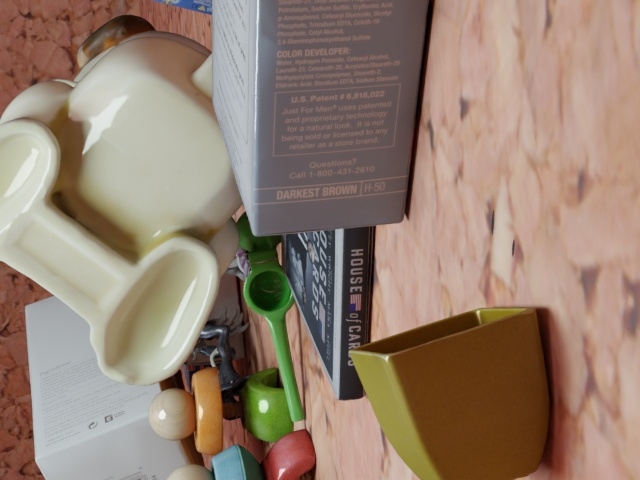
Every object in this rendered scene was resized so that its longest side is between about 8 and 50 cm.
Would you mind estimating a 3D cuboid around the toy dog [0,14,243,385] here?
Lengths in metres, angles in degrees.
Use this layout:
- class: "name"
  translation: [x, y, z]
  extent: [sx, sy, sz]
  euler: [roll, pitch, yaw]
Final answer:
- class: "toy dog"
  translation: [-0.199, -0.112, 1.214]
  extent: [0.395, 0.285, 0.408]
  euler: [-59, 12, 14]

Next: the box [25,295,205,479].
- class: "box"
  translation: [-0.272, 0.228, 1.530]
  extent: [0.345, 0.168, 0.215]
  euler: [-118, 8, -57]

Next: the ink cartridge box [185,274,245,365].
- class: "ink cartridge box"
  translation: [-0.178, 0.103, 1.712]
  extent: [0.218, 0.092, 0.158]
  euler: [163, 101, -76]

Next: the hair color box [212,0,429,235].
- class: "hair color box"
  translation: [-0.004, -0.210, 0.734]
  extent: [0.185, 0.114, 0.374]
  euler: [-111, 20, -52]

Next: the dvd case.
- class: "dvd case"
  translation: [0.000, 0.000, 0.998]
  extent: [0.238, 0.030, 0.179]
  euler: [-116, 24, -60]

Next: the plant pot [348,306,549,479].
- class: "plant pot"
  translation: [0.073, 0.085, 0.591]
  extent: [0.081, 0.081, 0.083]
  euler: [165, 88, -78]

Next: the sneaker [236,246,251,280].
- class: "sneaker"
  translation: [-0.071, 0.029, 1.329]
  extent: [0.069, 0.038, 0.098]
  euler: [116, 137, -65]

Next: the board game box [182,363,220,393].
- class: "board game box"
  translation: [-0.218, 0.149, 1.992]
  extent: [0.194, 0.060, 0.194]
  euler: [-157, 62, -75]

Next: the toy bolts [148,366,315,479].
- class: "toy bolts"
  translation: [-0.103, 0.266, 1.272]
  extent: [0.228, 0.158, 0.218]
  euler: [-138, 44, -73]

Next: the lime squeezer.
- class: "lime squeezer"
  translation: [-0.060, 0.035, 1.227]
  extent: [0.110, 0.059, 0.310]
  euler: [112, 150, -64]

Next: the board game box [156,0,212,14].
- class: "board game box"
  translation: [-0.190, -0.331, 1.336]
  extent: [0.035, 0.201, 0.136]
  euler: [-58, 35, 38]

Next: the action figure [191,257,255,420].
- class: "action figure"
  translation: [-0.153, 0.095, 1.497]
  extent: [0.275, 0.141, 0.164]
  euler: [61, 160, 26]
